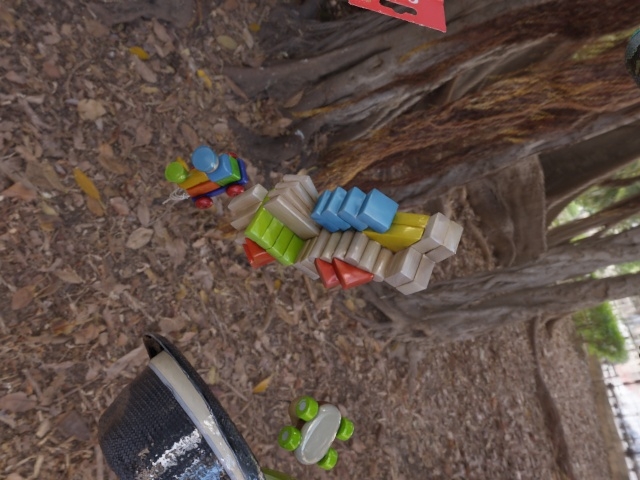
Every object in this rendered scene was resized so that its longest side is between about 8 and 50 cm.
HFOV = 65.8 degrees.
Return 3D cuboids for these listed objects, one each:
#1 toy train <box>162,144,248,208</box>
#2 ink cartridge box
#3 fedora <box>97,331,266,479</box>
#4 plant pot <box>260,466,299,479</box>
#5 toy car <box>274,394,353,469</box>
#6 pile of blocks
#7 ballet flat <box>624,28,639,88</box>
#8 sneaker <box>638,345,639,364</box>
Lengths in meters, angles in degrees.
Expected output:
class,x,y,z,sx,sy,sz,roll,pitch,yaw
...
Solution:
class,x,y,z,sx,sy,sz,roll,pitch,yaw
toy train,-0.308,-0.137,1.144,0.143,0.248,0.105,28,47,-66
ink cartridge box,0.137,-0.471,0.832,0.181,0.056,0.224,9,62,-15
fedora,-0.224,0.298,0.727,0.153,0.334,0.333,-32,102,-28
plant pot,-0.162,0.670,0.999,0.367,0.367,0.352,22,76,-55
toy car,-0.043,0.444,1.218,0.155,0.188,0.148,39,76,-29
pile of blocks,0.000,0.000,0.684,0.149,0.363,0.112,58,47,-43
ballet flat,0.351,-0.126,0.461,0.189,0.070,0.070,26,45,-23
sneaker,0.485,0.066,0.448,0.145,0.385,0.147,63,-18,2
